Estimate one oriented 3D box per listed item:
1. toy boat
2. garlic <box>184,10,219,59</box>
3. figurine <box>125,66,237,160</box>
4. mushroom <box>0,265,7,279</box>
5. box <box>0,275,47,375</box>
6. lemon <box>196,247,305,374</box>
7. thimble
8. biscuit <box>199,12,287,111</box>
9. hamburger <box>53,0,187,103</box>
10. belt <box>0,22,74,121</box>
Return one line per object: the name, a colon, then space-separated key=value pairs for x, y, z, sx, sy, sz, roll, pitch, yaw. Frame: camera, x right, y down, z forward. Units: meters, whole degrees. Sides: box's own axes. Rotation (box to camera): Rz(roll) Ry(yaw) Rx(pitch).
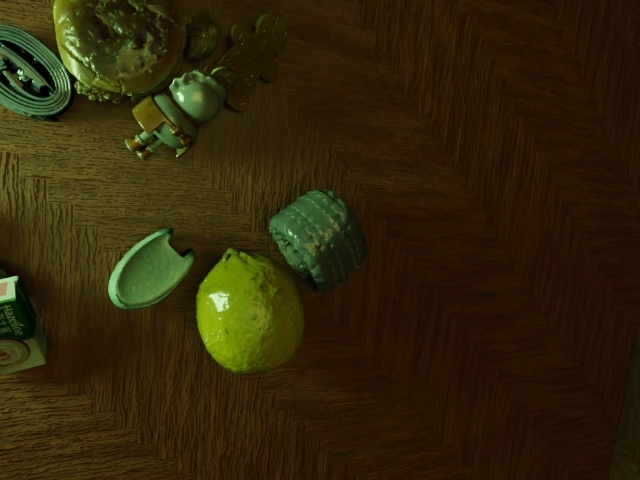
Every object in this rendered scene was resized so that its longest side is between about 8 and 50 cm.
toy boat: x=-0.395 y=0.069 z=1.045 sx=0.207 sy=0.079 sz=0.134 roll=-50 pitch=121 yaw=-19
garlic: x=-0.261 y=-0.450 z=0.994 sx=0.074 sy=0.094 sz=0.112 roll=10 pitch=96 yaw=-56
figurine: x=-0.292 y=-0.270 z=0.960 sx=0.272 sy=0.143 sz=0.143 roll=-24 pitch=110 yaw=13
mushroom: x=-0.718 y=0.018 z=0.890 sx=0.092 sy=0.081 sz=0.223 roll=-24 pitch=112 yaw=4
box: x=-0.652 y=0.179 z=0.908 sx=0.135 sy=0.081 sz=0.198 roll=-13 pitch=131 yaw=-20
lemon: x=-0.160 y=0.163 z=1.050 sx=0.254 sy=0.253 sz=0.309 roll=-17 pitch=105 yaw=-19
thimble: x=0.000 y=0.000 z=1.112 sx=0.172 sy=0.205 sz=0.236 roll=-35 pitch=110 yaw=-14
biscuit: x=-0.166 y=-0.419 z=1.043 sx=0.240 sy=0.035 sz=0.158 roll=-52 pitch=137 yaw=-7
hamburger: x=-0.404 y=-0.411 z=0.912 sx=0.243 sy=0.146 sz=0.285 roll=37 pitch=85 yaw=-17
belt: x=-0.576 y=-0.322 z=0.884 sx=0.141 sy=0.082 sz=0.190 roll=-48 pitch=115 yaw=-7
